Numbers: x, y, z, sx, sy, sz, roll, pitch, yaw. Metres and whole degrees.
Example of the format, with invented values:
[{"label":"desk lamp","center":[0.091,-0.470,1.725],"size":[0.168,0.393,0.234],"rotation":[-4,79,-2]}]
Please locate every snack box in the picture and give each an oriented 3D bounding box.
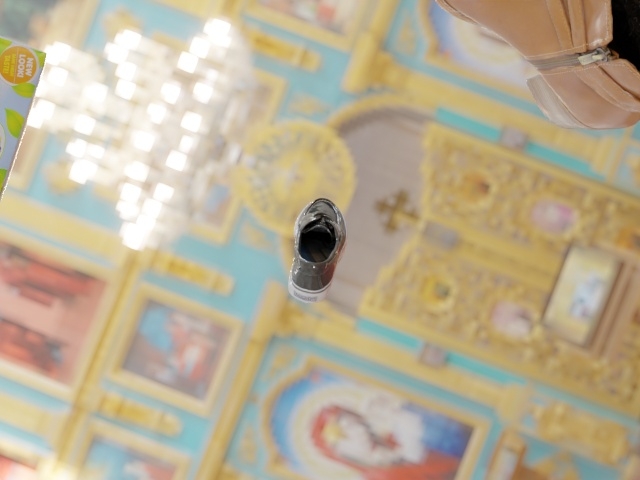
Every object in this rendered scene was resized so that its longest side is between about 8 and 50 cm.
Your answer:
[{"label":"snack box","center":[-0.375,-0.110,1.893],"size":[0.070,0.174,0.207],"rotation":[-169,98,-82]}]

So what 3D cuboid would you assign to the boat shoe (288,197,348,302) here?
[{"label":"boat shoe","center":[0.000,0.000,1.722],"size":[0.142,0.049,0.040],"rotation":[-81,2,-56]}]

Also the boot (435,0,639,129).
[{"label":"boot","center":[0.200,-0.218,1.746],"size":[0.109,0.283,0.220],"rotation":[-33,6,-15]}]
